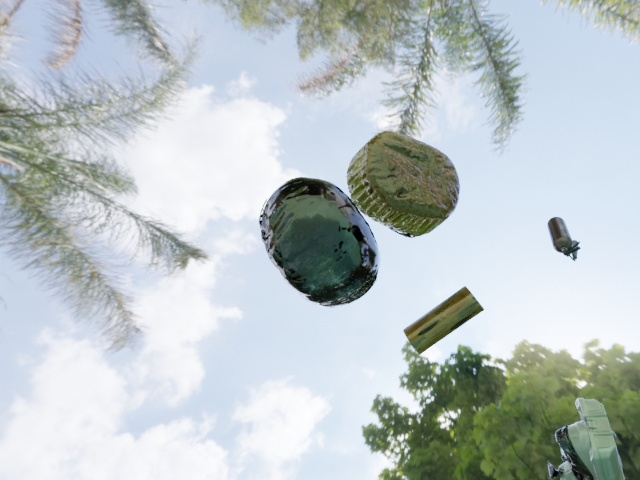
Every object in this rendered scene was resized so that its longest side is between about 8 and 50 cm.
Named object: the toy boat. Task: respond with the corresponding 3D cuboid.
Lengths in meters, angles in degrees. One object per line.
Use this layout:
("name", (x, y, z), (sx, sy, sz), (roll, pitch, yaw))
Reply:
("toy boat", (0.538, 0.447, 1.015), (0.141, 0.140, 0.269), (-3, -53, 13))

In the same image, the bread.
("bread", (0.191, -0.135, 1.159), (0.253, 0.142, 0.227), (23, -119, -20))

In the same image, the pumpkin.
("pumpkin", (0.000, 0.000, 0.841), (0.163, 0.233, 0.233), (-33, -100, 2))

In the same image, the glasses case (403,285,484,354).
("glasses case", (0.262, 0.169, 1.086), (0.170, 0.041, 0.064), (-37, -140, 8))

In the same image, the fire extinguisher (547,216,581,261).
("fire extinguisher", (0.329, 0.006, 0.673), (0.032, 0.100, 0.046), (-19, -70, 24))
